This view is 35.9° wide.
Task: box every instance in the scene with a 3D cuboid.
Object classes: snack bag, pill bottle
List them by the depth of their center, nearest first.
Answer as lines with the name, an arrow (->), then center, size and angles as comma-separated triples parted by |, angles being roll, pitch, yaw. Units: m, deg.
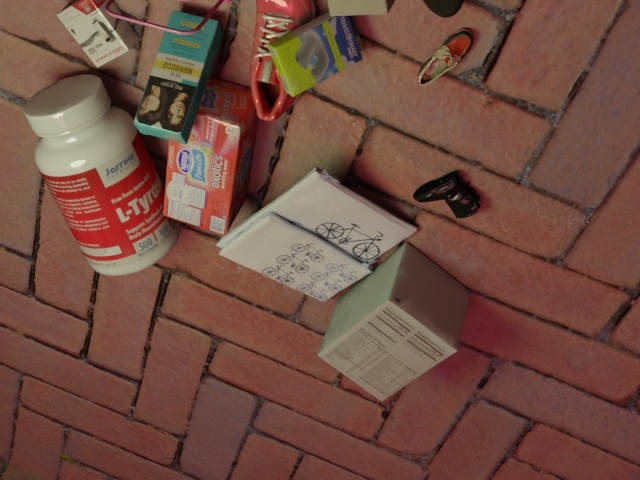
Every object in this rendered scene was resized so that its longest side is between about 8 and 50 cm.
pill bottle -> -0.476, -0.142, 2.147 | 0.229, 0.229, 0.408 | -3, 128, 22
snack bag -> 0.000, 0.000, 2.153 | 0.323, 0.037, 0.342 | 29, 132, -33

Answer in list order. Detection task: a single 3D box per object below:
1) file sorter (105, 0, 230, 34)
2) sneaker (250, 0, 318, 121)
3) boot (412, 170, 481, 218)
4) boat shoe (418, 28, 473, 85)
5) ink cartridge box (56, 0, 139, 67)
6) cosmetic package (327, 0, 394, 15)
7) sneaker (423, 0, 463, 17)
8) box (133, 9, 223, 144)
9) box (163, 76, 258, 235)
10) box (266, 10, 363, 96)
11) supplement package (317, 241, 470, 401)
file sorter -> -0.274, -0.545, 1.766 | 0.202, 0.182, 0.291 | 15, 132, 7
sneaker -> -0.077, -0.363, 1.880 | 0.115, 0.136, 0.314 | 11, 131, 9
boot -> 0.266, -0.085, 2.057 | 0.121, 0.045, 0.099 | -25, 120, 34
boat shoe -> 0.233, -0.341, 1.850 | 0.049, 0.043, 0.137 | 41, 129, -13
ink cartridge box -> -0.451, -0.434, 2.008 | 0.099, 0.056, 0.135 | -20, 119, 31
cosmetic package -> 0.059, -0.552, 1.658 | 0.113, 0.160, 0.309 | 3, 128, 19
sneaker -> 0.177, -0.501, 1.678 | 0.109, 0.130, 0.286 | -8, 127, 23
box -> -0.276, -0.319, 1.925 | 0.100, 0.244, 0.060 | 14, 168, 7
box -> -0.231, -0.179, 2.086 | 0.154, 0.142, 0.300 | 17, 132, 6
box -> -0.001, -0.358, 1.848 | 0.178, 0.042, 0.109 | -31, 124, -11
supplement package -> 0.166, 0.185, 2.213 | 0.198, 0.199, 0.262 | 37, 131, -13
